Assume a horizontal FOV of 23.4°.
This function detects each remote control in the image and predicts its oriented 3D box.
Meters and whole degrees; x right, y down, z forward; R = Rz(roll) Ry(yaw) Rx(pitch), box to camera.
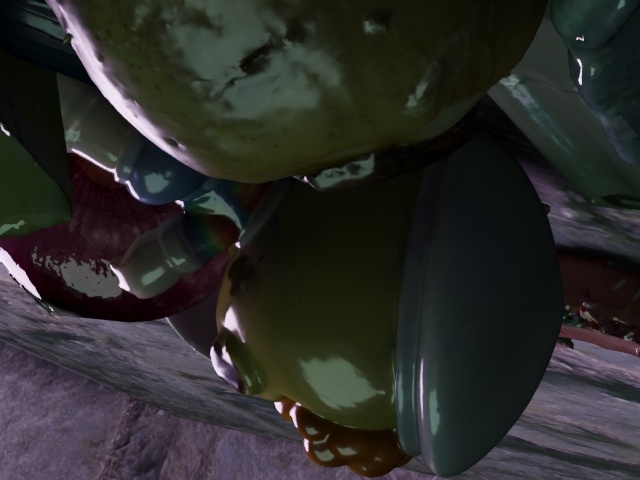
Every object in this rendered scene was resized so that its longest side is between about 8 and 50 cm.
[{"bbox_3d":[0.119,-0.088,0.742,0.128,0.065,0.335,12,166,34],"label":"remote control"}]

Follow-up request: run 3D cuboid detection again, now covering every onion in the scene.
[{"bbox_3d":[-0.147,-0.030,1.102,0.207,0.200,0.201,19,168,-27],"label":"onion"}]

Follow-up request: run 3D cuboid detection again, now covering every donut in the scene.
[{"bbox_3d":[0.195,0.047,1.193,0.166,0.065,0.117,6,164,38],"label":"donut"}]

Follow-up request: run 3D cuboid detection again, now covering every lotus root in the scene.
[{"bbox_3d":[-0.028,-0.144,0.420,0.154,0.154,0.278,-2,115,55],"label":"lotus root"}]

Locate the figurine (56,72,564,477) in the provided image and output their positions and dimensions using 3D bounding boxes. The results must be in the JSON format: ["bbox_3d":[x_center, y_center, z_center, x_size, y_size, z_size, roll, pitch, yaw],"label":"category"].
[{"bbox_3d":[-0.023,-0.002,0.946,0.382,0.224,0.205,23,153,-13],"label":"figurine"}]

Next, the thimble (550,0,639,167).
[{"bbox_3d":[0.165,-0.104,0.382,0.205,0.171,0.250,20,165,-15],"label":"thimble"}]

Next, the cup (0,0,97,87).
[{"bbox_3d":[-0.079,-0.118,0.781,0.138,0.113,0.150,19,165,3],"label":"cup"}]

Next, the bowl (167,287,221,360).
[{"bbox_3d":[-0.038,0.011,1.248,0.189,0.189,0.086,19,-153,-2],"label":"bowl"}]

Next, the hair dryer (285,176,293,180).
[{"bbox_3d":[-0.011,-0.043,1.152,0.114,0.063,0.037,39,175,11],"label":"hair dryer"}]

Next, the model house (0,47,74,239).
[{"bbox_3d":[-0.244,-0.119,0.816,0.170,0.211,0.194,-15,152,12],"label":"model house"}]
